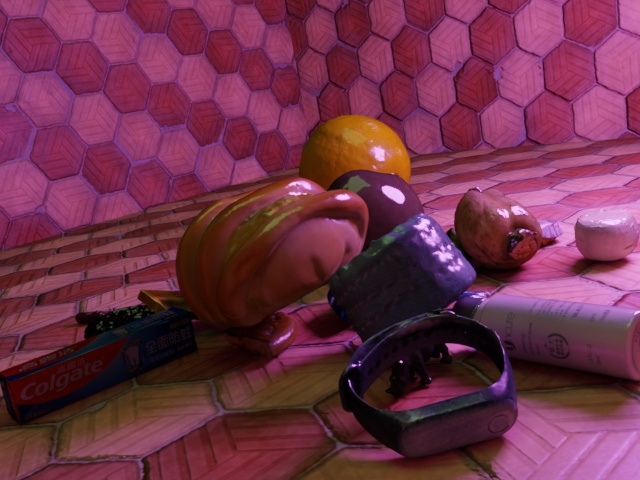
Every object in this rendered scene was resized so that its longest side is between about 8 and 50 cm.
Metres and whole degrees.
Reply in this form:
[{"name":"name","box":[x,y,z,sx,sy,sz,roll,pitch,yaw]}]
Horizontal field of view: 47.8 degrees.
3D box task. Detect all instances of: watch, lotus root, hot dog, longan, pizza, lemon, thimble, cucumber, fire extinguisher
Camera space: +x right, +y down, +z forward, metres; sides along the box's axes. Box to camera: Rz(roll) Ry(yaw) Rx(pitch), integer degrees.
[{"name":"watch","box":[0.125,0.167,0.865,0.207,0.068,0.193,-15,31,-9]},{"name":"lotus root","box":[0.355,-0.023,1.454,0.155,0.140,0.257,3,27,-13]},{"name":"hot dog","box":[0.436,-0.009,1.576,0.192,0.053,0.099,-9,13,-10]},{"name":"longan","box":[0.107,-0.042,1.523,0.248,0.248,0.248,-10,12,2]},{"name":"pizza","box":[-0.101,0.164,1.235,0.131,0.041,0.178,-9,12,-7]},{"name":"lemon","box":[0.104,-0.205,2.118,0.348,0.347,0.348,-10,12,2]},{"name":"thimble","box":[0.126,0.063,1.119,0.198,0.143,0.235,-39,-9,31]},{"name":"cucumber","box":[0.276,0.029,1.520,0.078,0.062,0.211,38,17,8]},{"name":"fire extinguisher","box":[-0.485,0.167,1.587,0.100,0.032,0.046,-5,-21,21]}]

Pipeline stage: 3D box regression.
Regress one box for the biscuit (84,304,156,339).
[{"name":"biscuit","box":[-0.358,0.168,1.394,0.195,0.053,0.194,-9,12,2]}]

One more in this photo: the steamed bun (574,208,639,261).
[{"name":"steamed bun","box":[0.545,-0.006,1.374,0.113,0.090,0.130,-1,16,27]}]

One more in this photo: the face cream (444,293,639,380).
[{"name":"face cream","box":[0.290,0.121,0.991,0.092,0.092,0.311,-20,17,-40]}]

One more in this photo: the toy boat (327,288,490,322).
[{"name":"toy boat","box":[0.158,0.093,1.308,0.292,0.070,0.210,-3,18,13]}]

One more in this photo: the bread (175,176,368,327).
[{"name":"bread","box":[-0.083,0.004,1.203,0.316,0.211,0.270,-33,7,-29]}]

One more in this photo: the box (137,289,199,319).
[{"name":"box","box":[-0.269,0.125,1.395,0.089,0.022,0.156,33,12,32]}]

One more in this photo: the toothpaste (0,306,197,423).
[{"name":"toothpaste","box":[-0.359,0.199,1.199,0.321,0.076,0.066,-21,19,-39]}]

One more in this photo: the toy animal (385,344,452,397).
[{"name":"toy animal","box":[0.126,0.165,0.984,0.047,0.065,0.136,2,30,48]}]
